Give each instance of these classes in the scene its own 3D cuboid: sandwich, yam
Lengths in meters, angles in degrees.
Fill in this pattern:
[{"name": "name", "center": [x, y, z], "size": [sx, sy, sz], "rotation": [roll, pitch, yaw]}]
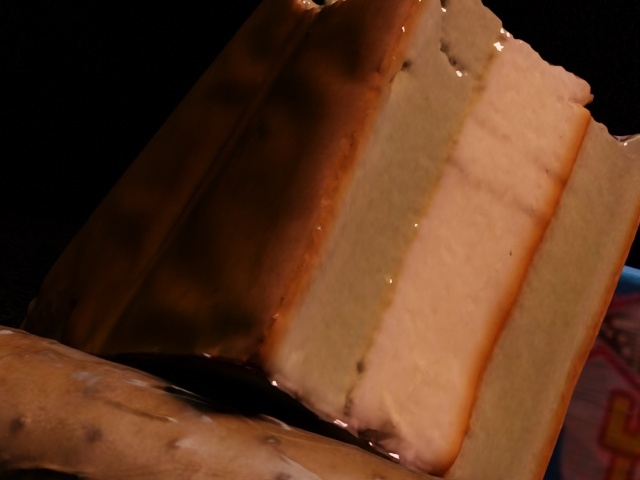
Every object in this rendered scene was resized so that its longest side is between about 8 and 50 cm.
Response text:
[{"name": "sandwich", "center": [0.000, 0.000, 0.542], "size": [0.155, 0.198, 0.227], "rotation": [36, -23, -29]}, {"name": "yam", "center": [-0.093, 0.074, 0.429], "size": [0.371, 0.083, 0.083], "rotation": [15, 0, 18]}]

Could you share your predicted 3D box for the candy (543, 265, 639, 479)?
[{"name": "candy", "center": [0.232, 0.121, 0.498], "size": [0.306, 0.157, 0.100], "rotation": [16, 0, 30]}]
